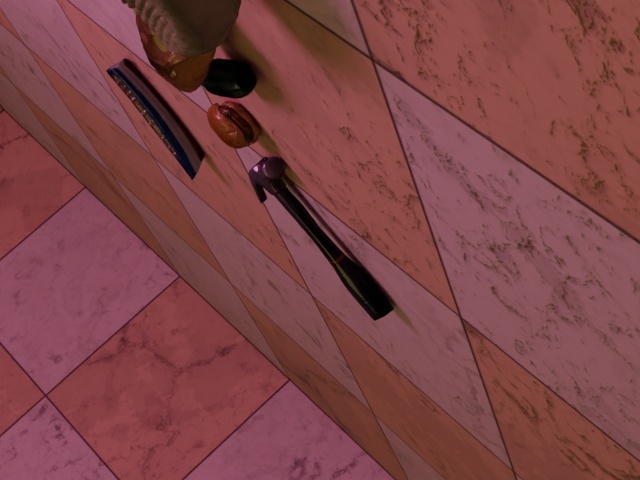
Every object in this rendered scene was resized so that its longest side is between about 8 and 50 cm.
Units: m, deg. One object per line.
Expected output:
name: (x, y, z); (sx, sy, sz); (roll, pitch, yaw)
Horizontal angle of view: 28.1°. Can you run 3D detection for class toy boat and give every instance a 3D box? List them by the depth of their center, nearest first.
toy boat: (-0.266, -0.200, 2.103); (0.229, 0.046, 0.080); (51, 167, -17)

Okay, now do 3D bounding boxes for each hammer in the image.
hammer: (0.000, 0.000, 1.827); (0.290, 0.037, 0.137); (50, 167, -10)

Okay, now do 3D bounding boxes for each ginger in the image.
ginger: (-0.203, -0.307, 1.483); (0.294, 0.086, 0.131); (63, 172, -25)

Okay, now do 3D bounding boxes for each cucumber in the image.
cucumber: (-0.109, -0.196, 1.556); (0.048, 0.048, 0.105); (53, 166, -24)

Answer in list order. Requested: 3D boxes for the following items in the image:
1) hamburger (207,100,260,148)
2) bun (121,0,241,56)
hamburger: (-0.120, -0.157, 1.736); (0.076, 0.044, 0.083); (50, 171, -8)
bun: (-0.165, -0.288, 1.276); (0.212, 0.126, 0.204); (46, 170, -27)
